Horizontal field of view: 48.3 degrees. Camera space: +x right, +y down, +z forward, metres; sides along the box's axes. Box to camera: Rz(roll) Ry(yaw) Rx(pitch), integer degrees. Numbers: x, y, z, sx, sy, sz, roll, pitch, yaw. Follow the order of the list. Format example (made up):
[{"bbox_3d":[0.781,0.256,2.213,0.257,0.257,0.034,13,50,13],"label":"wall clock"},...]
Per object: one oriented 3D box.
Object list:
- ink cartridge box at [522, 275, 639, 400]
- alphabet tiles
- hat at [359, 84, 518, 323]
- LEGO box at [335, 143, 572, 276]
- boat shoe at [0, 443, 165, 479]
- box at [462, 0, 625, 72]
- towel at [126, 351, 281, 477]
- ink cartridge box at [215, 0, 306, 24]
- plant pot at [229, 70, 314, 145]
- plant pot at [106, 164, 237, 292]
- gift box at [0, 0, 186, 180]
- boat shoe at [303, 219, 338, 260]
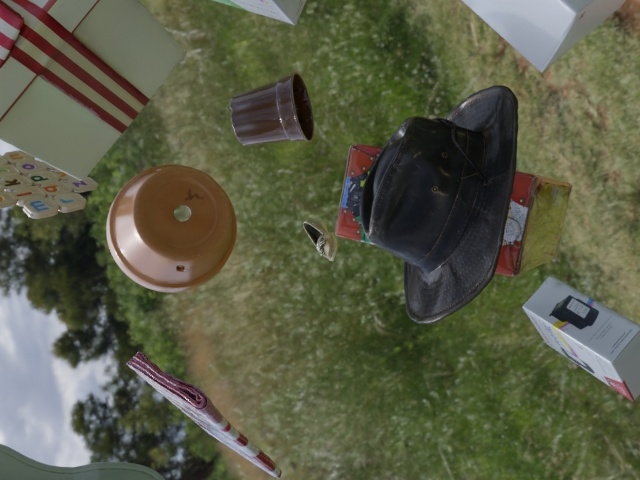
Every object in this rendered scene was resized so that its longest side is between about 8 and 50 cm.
[{"bbox_3d":[0.412,0.147,1.090,0.127,0.072,0.175,47,173,-39],"label":"ink cartridge box"},{"bbox_3d":[-0.693,-0.138,1.702,0.284,0.277,0.021,35,124,28],"label":"alphabet tiles"},{"bbox_3d":[0.129,-0.063,0.938,0.331,0.133,0.332,-163,90,-74],"label":"hat"},{"bbox_3d":[0.313,-0.073,1.563,0.500,0.372,0.193,-5,-74,-63],"label":"LEGO box"},{"bbox_3d":[-0.324,0.298,0.788,0.114,0.302,0.091,-97,28,-55],"label":"boat shoe"},{"bbox_3d":[0.337,-0.491,1.177,0.345,0.215,0.168,48,166,13],"label":"box"},{"bbox_3d":[-0.223,0.353,1.429,0.237,0.037,0.329,20,154,39],"label":"towel"},{"bbox_3d":[-0.114,-0.359,0.858,0.154,0.093,0.212,22,179,20],"label":"ink cartridge box"},{"bbox_3d":[-0.117,-0.302,1.697,0.167,0.165,0.167,-9,-90,-76],"label":"plant pot"},{"bbox_3d":[-0.313,-0.040,1.552,0.291,0.290,0.203,71,161,3],"label":"plant pot"},{"bbox_3d":[-0.339,-0.266,0.822,0.255,0.276,0.258,34,179,19],"label":"gift box"},{"bbox_3d":[0.000,-0.002,1.658,0.153,0.048,0.056,-115,38,-54],"label":"boat shoe"}]
